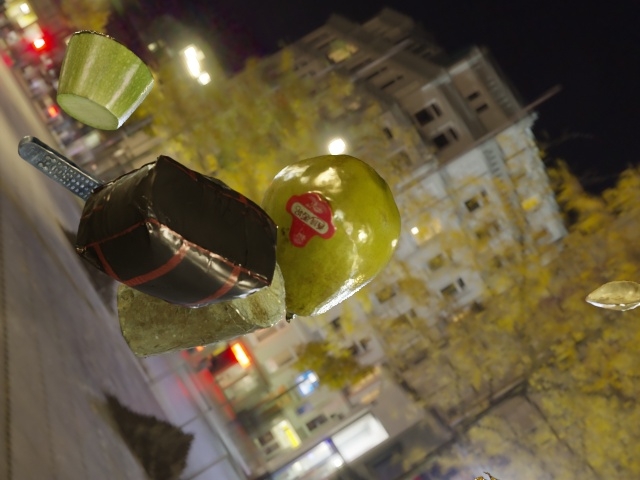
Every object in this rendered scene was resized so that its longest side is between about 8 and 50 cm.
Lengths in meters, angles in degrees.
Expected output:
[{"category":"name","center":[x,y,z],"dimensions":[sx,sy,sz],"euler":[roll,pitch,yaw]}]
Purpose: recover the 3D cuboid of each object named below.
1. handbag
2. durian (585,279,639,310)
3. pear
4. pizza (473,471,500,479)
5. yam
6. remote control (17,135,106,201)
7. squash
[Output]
[{"category":"handbag","center":[-0.177,-0.004,1.271],"dimensions":[0.215,0.169,0.155],"euler":[31,53,-37]},{"category":"durian","center":[0.510,0.091,1.740],"dimensions":[0.130,0.066,0.052],"euler":[-5,-100,49]},{"category":"pear","center":[0.000,0.000,2.066],"dimensions":[0.287,0.375,0.287],"euler":[22,14,-5]},{"category":"pizza","center":[0.345,0.546,2.157],"dimensions":[0.069,0.147,0.226],"euler":[57,32,-7]},{"category":"yam","center":[-0.190,0.092,1.548],"dimensions":[0.154,0.254,0.154],"euler":[-15,90,-77]},{"category":"remote control","center":[-0.400,-0.112,1.586],"dimensions":[0.152,0.043,0.027],"euler":[39,15,-35]},{"category":"squash","center":[-0.388,-0.276,1.822],"dimensions":[0.170,0.123,0.170],"euler":[17,-21,7]}]
